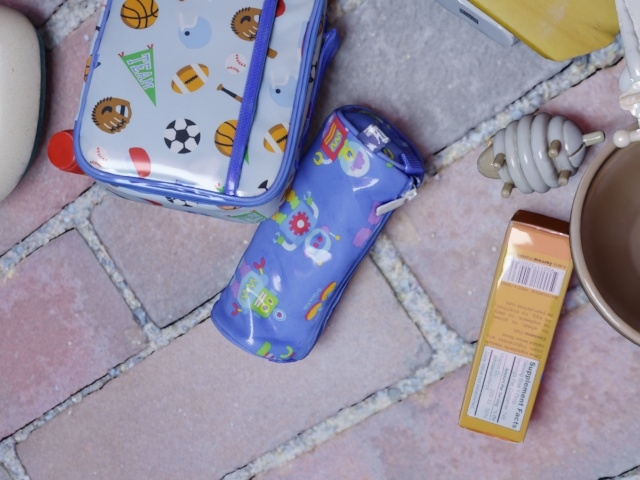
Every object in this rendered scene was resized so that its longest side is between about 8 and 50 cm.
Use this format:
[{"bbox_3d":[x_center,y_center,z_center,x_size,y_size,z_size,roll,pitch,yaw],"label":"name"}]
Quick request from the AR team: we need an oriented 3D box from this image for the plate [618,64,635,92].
[{"bbox_3d":[0.452,-0.185,0.800,0.277,0.045,0.278,32,88,11],"label":"plate"}]

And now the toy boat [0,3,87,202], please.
[{"bbox_3d":[-0.359,-0.138,1.114,0.318,0.148,0.267,21,101,23],"label":"toy boat"}]

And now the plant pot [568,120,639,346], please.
[{"bbox_3d":[0.353,0.000,0.866,0.238,0.110,0.237,-2,80,9],"label":"plant pot"}]

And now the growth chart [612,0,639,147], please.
[{"bbox_3d":[0.329,-0.205,0.785,0.172,0.021,0.237,-5,84,10],"label":"growth chart"}]

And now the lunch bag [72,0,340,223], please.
[{"bbox_3d":[-0.111,-0.177,0.956,0.243,0.115,0.303,11,78,4],"label":"lunch bag"}]

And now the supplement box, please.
[{"bbox_3d":[0.210,0.091,0.971,0.080,0.078,0.233,17,106,13],"label":"supplement box"}]

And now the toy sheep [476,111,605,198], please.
[{"bbox_3d":[0.222,-0.088,0.927,0.132,0.091,0.091,-7,97,28],"label":"toy sheep"}]

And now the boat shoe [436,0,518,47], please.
[{"bbox_3d":[0.154,-0.255,0.948,0.142,0.049,0.040,40,84,10],"label":"boat shoe"}]

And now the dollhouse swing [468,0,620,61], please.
[{"bbox_3d":[0.154,-0.389,0.884,0.346,0.305,0.315,-59,40,8],"label":"dollhouse swing"}]

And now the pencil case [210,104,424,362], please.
[{"bbox_3d":[0.000,0.000,1.005,0.133,0.119,0.306,46,114,31],"label":"pencil case"}]
